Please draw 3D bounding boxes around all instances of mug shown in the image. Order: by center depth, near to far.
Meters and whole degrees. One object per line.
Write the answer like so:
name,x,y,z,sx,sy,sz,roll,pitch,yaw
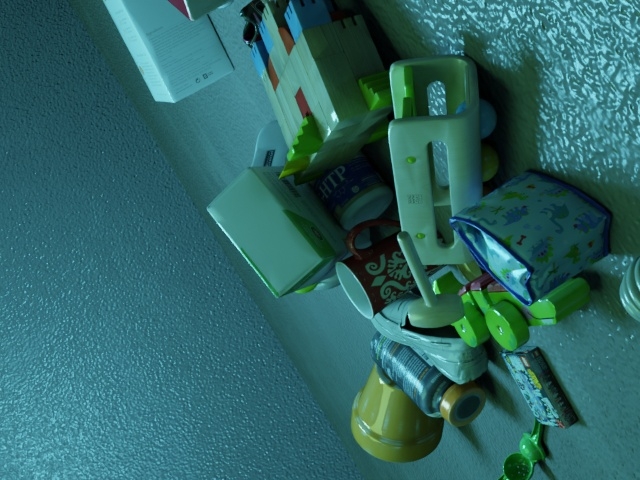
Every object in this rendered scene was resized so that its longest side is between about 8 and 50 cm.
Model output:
mug,0.124,0.033,1.533,0.113,0.169,0.150,50,162,34

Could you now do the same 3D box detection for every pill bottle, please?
pill bottle,0.036,-0.121,1.642,0.186,0.112,0.112,54,165,20
pill bottle,0.211,0.252,1.754,0.246,0.130,0.130,44,159,48

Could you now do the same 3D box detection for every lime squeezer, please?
lime squeezer,0.351,0.388,1.636,0.058,0.110,0.310,-112,36,-44

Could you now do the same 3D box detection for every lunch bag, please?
lunch bag,0.250,-0.013,1.101,0.151,0.129,0.096,47,160,39

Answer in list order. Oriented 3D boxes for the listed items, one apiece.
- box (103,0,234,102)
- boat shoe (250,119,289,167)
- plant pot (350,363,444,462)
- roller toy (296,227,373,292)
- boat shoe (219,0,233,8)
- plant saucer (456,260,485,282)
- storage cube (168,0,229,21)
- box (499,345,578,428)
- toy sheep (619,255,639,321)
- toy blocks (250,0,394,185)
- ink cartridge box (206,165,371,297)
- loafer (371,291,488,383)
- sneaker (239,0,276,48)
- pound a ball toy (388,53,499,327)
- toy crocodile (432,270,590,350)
box,-0.375,-0.514,2.134,0.345,0.168,0.215,64,165,-18
boat shoe,-0.103,-0.112,1.893,0.102,0.108,0.301,64,-152,-46
plant pot,0.174,0.341,1.970,0.205,0.205,0.187,47,146,40
roller toy,0.000,0.000,1.850,0.146,0.209,0.191,115,135,-75
boat shoe,-0.226,-0.530,1.787,0.084,0.095,0.258,76,169,-59
plant saucer,0.240,0.037,1.459,0.083,0.015,0.083,54,164,23
storage cube,-0.208,-0.517,1.533,0.193,0.184,0.215,46,160,41
box,0.348,0.233,1.461,0.137,0.027,0.094,60,165,-2
toy sheep,0.361,0.048,0.947,0.091,0.091,0.132,54,151,21
toy blocks,-0.009,-0.269,1.433,0.381,0.191,0.260,135,115,-73
ink cartridge box,-0.047,-0.024,1.625,0.201,0.117,0.278,51,-162,9
loafer,0.188,0.146,1.689,0.319,0.112,0.111,30,143,48
sneaker,-0.107,-0.375,1.690,0.072,0.077,0.178,47,162,44
pound a ball toy,0.171,-0.055,1.204,0.319,0.136,0.208,76,-166,-47
toy crocodile,0.260,0.081,1.281,0.105,0.115,0.340,61,166,-2
